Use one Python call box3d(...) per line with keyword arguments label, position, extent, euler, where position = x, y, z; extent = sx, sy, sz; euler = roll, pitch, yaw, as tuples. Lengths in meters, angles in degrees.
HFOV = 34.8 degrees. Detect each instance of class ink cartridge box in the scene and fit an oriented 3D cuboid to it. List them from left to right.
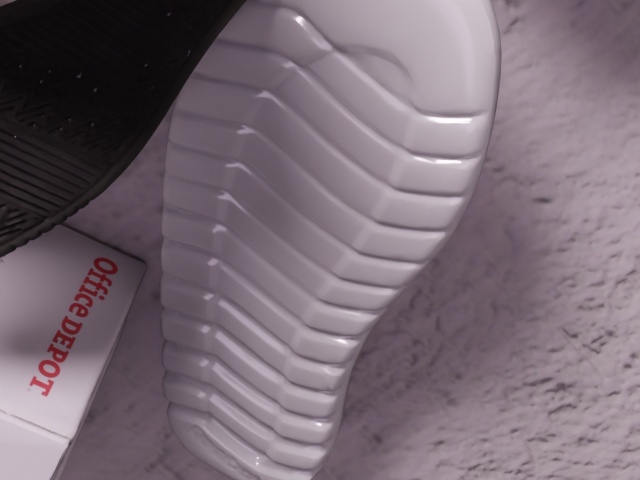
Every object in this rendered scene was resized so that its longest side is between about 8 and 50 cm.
box3d(label="ink cartridge box", position=(-0.280, 0.077, 0.623), extent=(0.270, 0.198, 0.197), euler=(26, 115, -9))

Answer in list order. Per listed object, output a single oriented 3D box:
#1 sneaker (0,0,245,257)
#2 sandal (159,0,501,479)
box3d(label="sneaker", position=(-0.144, -0.128, 0.513), extent=(0.295, 0.178, 0.124), euler=(-49, 129, -7))
box3d(label="sandal", position=(-0.014, -0.007, 0.628), extent=(0.169, 0.102, 0.416), euler=(27, 129, 6))
